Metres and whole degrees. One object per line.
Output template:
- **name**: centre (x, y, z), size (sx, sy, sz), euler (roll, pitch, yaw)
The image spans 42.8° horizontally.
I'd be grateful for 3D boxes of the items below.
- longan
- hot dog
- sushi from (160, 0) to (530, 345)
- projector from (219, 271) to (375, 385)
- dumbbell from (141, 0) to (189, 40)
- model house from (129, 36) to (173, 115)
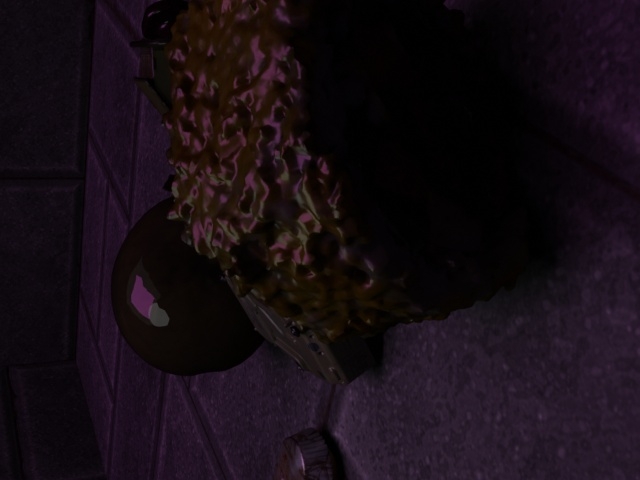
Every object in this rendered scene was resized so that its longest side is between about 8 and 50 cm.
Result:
- **longan**: centre (-0.218, 0.079, 1.445), size (0.319, 0.319, 0.319), euler (178, 90, -65)
- **hot dog**: centre (-0.032, 0.429, 1.334), size (0.144, 0.075, 0.268), euler (53, 135, 44)
- **sushi**: centre (0.034, -0.097, 0.847), size (0.240, 0.351, 0.396), euler (-25, 64, 41)
- **projector**: centre (-0.037, 0.113, 1.209), size (0.269, 0.088, 0.193), euler (29, 153, 53)
- **dumbbell**: centre (-0.322, -0.414, 1.822), size (0.140, 0.124, 0.225), euler (132, 130, -56)
- **model house**: centre (-0.254, -0.273, 1.632), size (0.218, 0.205, 0.278), euler (-152, 55, -62)
